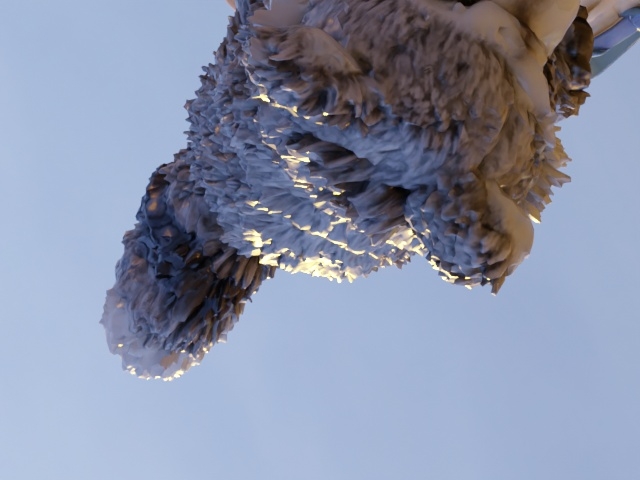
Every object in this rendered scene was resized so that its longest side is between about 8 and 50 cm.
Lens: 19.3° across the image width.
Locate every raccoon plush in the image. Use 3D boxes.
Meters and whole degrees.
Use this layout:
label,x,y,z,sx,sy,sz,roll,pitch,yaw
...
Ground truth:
label,x,y,z,sx,sy,sz,roll,pitch,yaw
raccoon plush,0.000,0.000,1.012,0.216,0.446,0.299,25,-148,-2

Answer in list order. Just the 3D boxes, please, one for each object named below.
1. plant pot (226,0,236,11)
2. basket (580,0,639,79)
label,x,y,z,sx,sy,sz,roll,pitch,yaw
plant pot,0.018,-0.366,1.860,0.291,0.203,0.291,26,-122,-50
basket,0.206,-0.239,1.251,0.289,0.255,0.201,37,-164,-50
